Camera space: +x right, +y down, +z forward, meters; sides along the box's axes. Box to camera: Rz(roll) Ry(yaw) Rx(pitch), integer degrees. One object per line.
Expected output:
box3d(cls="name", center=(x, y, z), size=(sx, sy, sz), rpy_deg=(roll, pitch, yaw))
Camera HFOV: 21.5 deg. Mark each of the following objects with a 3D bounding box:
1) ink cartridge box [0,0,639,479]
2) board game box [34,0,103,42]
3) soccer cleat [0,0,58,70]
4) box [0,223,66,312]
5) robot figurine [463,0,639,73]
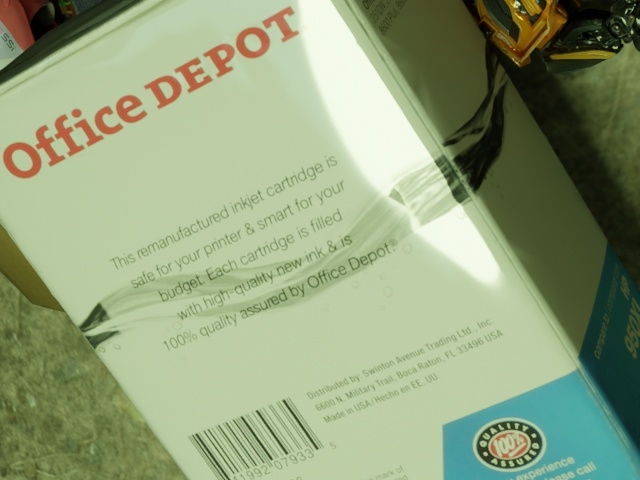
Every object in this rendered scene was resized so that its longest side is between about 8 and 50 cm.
box3d(cls="ink cartridge box", center=(0.000, 0.000, 1.068), size=(0.285, 0.166, 0.395), rpy_deg=(-24, 109, 28))
box3d(cls="board game box", center=(-0.153, -0.175, 1.230), size=(0.303, 0.097, 0.224), rpy_deg=(1, 121, 32))
box3d(cls="soccer cleat", center=(-0.245, -0.166, 1.189), size=(0.248, 0.083, 0.095), rpy_deg=(47, 113, -1))
box3d(cls="box", center=(-0.272, -0.014, 1.405), size=(0.201, 0.021, 0.164), rpy_deg=(49, 160, -23))
box3d(cls="robot figurine", center=(0.153, -0.223, 1.006), size=(0.211, 0.085, 0.291), rpy_deg=(42, 134, 2))
